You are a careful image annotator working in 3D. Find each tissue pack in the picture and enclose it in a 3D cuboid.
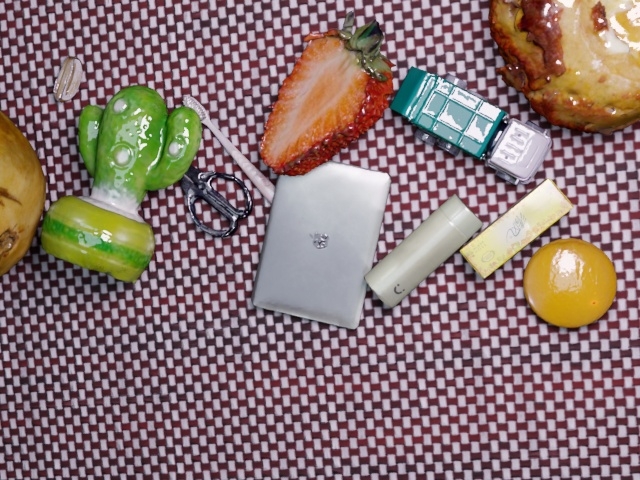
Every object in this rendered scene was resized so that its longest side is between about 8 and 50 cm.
[{"bbox_3d":[0.306,-0.019,1.395,0.176,0.095,0.062,-41,86,9],"label":"tissue pack"}]

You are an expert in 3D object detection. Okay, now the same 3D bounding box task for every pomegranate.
[{"bbox_3d":[-0.624,-0.075,1.462,0.333,0.332,0.332,1,93,11],"label":"pomegranate"}]

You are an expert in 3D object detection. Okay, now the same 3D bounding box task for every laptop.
[{"bbox_3d":[0.000,0.000,1.484,0.188,0.015,0.269,13,95,2],"label":"laptop"}]

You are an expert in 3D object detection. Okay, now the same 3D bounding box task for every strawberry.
[{"bbox_3d":[0.022,-0.222,1.431,0.286,0.106,0.188,-52,55,14],"label":"strawberry"}]

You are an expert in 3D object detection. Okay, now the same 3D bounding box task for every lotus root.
[{"bbox_3d":[-0.440,-0.281,1.559,0.037,0.030,0.083,25,95,40],"label":"lotus root"}]

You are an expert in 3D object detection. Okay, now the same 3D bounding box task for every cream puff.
[{"bbox_3d":[0.400,-0.333,1.294,0.351,0.228,0.350,-3,106,-9],"label":"cream puff"}]

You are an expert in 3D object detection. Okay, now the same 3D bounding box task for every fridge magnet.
[{"bbox_3d":[0.391,0.067,1.399,0.143,0.063,0.143,1,94,12],"label":"fridge magnet"}]

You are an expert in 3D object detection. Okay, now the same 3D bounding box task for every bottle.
[{"bbox_3d":[0.166,0.017,1.435,0.201,0.072,0.072,-43,85,10],"label":"bottle"}]

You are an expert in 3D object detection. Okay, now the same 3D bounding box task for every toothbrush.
[{"bbox_3d":[-0.131,-0.132,1.506,0.025,0.029,0.307,-43,85,6],"label":"toothbrush"}]

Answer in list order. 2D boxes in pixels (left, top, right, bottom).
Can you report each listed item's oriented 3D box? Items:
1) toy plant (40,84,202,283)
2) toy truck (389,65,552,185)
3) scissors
[{"bbox_3d":[-0.333,-0.104,1.482,0.224,0.184,0.315,22,89,21],"label":"toy plant"},{"bbox_3d":[0.233,-0.181,1.390,0.253,0.124,0.114,30,100,10],"label":"toy truck"},{"bbox_3d":[-0.245,-0.126,1.533,0.300,0.022,0.109,41,95,7],"label":"scissors"}]
